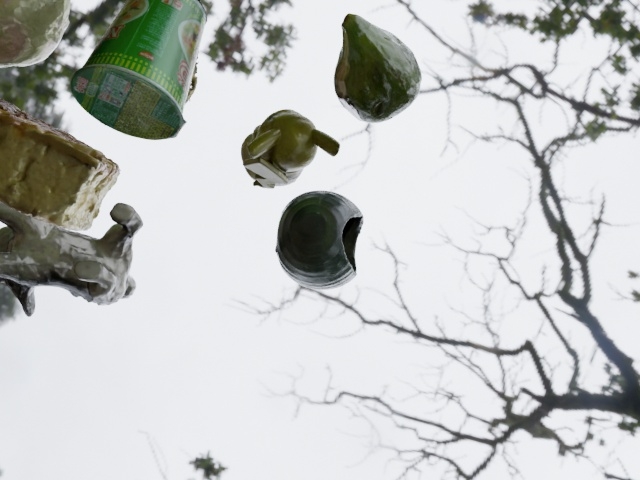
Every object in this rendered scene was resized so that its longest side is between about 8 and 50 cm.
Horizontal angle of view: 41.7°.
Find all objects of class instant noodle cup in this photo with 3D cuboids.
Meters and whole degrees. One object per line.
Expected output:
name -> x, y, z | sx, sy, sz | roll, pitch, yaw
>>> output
instant noodle cup -> -0.303, -0.328, 1.494 | 0.207, 0.207, 0.233 | -16, -131, 46

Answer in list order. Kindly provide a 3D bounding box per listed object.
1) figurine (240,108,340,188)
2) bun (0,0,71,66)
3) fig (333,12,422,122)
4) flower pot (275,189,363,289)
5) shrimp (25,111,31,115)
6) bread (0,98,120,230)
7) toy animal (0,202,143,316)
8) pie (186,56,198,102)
figurine -> -0.104, -0.223, 2.069 | 0.327, 0.218, 0.169 | 140, -55, -67
bun -> -0.610, -0.471, 1.561 | 0.360, 0.213, 0.361 | -2, -112, 5
fig -> 0.116, -0.401, 1.870 | 0.206, 0.275, 0.206 | -10, -128, 13
flower pot -> 0.000, 0.000, 1.619 | 0.157, 0.243, 0.190 | 9, -101, 7
shrimp -> -0.718, -0.260, 1.969 | 0.108, 0.023, 0.059 | -36, -102, 9
bread -> -0.394, -0.115, 1.015 | 0.185, 0.274, 0.114 | -176, -70, -84
toy animal -> -0.539, 0.047, 1.703 | 0.303, 0.344, 0.194 | 107, -9, -67
pie -> -0.377, -0.456, 2.098 | 0.055, 0.274, 0.274 | 6, -106, 21
